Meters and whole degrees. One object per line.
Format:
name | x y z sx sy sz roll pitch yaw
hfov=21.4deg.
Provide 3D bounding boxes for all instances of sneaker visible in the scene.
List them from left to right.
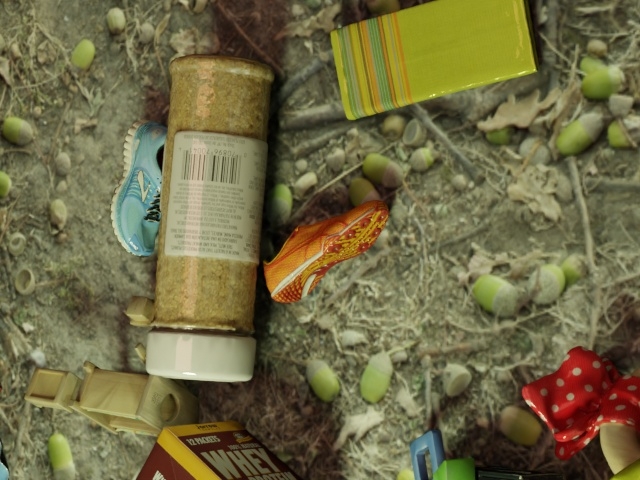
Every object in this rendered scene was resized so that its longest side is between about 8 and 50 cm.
sneaker | -0.198 -0.059 1.983 0.073 0.063 0.162 9 93 31
sneaker | 0.000 0.000 1.846 0.175 0.064 0.067 -34 60 26

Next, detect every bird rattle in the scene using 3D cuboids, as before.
bird rattle | 0.322 0.181 1.579 0.207 0.143 0.253 -26 29 4

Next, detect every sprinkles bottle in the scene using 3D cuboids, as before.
sprinkles bottle | -0.121 -0.023 1.879 0.121 0.121 0.355 1 85 34

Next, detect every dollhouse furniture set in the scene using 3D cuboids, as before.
dollhouse furniture set | -0.227 0.142 1.999 0.181 0.101 0.161 4 66 35

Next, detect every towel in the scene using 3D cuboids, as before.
towel | 0.119 -0.201 1.797 0.237 0.021 0.102 -12 87 33

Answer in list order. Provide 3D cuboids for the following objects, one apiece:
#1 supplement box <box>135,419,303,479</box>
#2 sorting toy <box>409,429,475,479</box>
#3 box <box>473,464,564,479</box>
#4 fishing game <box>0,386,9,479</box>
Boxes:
supplement box | -0.114 0.333 1.869 0.191 0.129 0.194 38 109 29
sorting toy | 0.114 0.366 1.701 0.196 0.047 0.348 167 101 -69
box | 0.182 0.334 1.662 0.175 0.051 0.220 170 99 -69
fishing game | -0.479 0.310 2.176 0.189 0.041 0.264 3 90 32
